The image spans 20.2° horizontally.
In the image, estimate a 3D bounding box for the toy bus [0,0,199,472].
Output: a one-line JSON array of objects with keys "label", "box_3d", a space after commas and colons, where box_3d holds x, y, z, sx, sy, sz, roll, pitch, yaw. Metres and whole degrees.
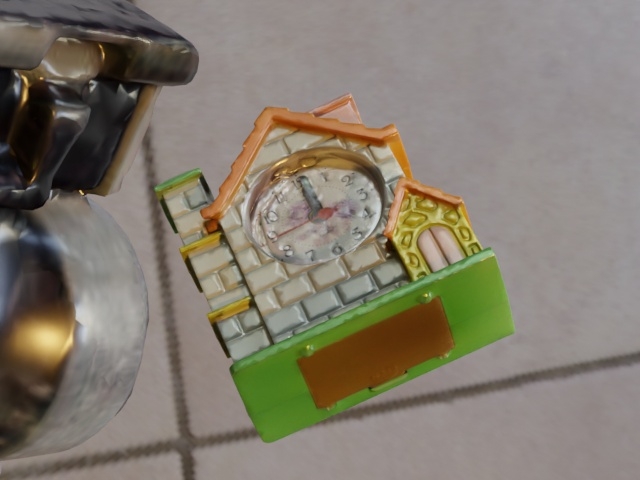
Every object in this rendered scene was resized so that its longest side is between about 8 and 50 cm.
[{"label": "toy bus", "box_3d": [-0.246, 0.090, 0.509, 0.209, 0.249, 0.440, 0, 119, -56]}]

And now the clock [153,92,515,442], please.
[{"label": "clock", "box_3d": [0.000, 0.000, 1.446, 0.220, 0.255, 0.106, -25, 141, -3]}]
